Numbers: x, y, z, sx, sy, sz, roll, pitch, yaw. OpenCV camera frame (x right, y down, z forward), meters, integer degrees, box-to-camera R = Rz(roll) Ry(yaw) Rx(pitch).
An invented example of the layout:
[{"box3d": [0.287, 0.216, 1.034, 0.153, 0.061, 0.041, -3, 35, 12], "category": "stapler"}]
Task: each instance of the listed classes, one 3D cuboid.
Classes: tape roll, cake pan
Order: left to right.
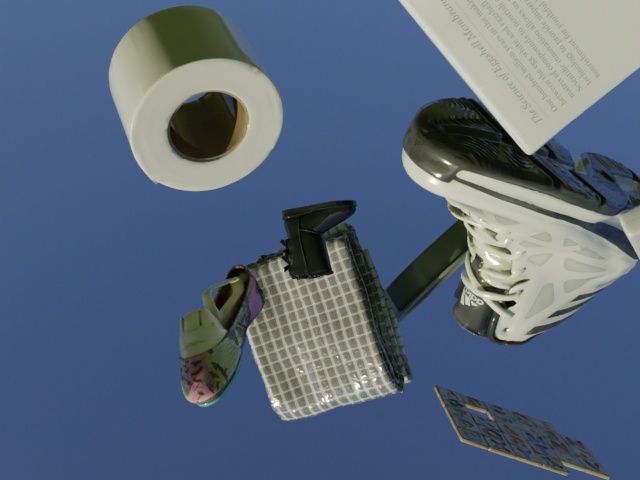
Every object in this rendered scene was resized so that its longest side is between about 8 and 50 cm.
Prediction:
[{"box3d": [-0.198, -0.224, 1.465, 0.246, 0.246, 0.169, -19, -133, -10], "category": "tape roll"}, {"box3d": [0.206, 0.040, 1.610, 0.293, 0.293, 0.054, -39, -100, -25], "category": "cake pan"}]

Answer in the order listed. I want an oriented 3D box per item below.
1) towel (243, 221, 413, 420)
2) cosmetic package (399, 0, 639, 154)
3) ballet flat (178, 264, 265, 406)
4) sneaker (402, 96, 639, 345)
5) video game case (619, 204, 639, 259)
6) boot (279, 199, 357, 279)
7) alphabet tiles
[{"box3d": [-0.004, 0.136, 1.511, 0.235, 0.284, 0.121, -20, -179, 26], "category": "towel"}, {"box3d": [0.144, -0.221, 0.595, 0.224, 0.224, 0.138, -39, -164, 13], "category": "cosmetic package"}, {"box3d": [-0.120, 0.098, 1.072, 0.076, 0.079, 0.221, -15, -156, 21], "category": "ballet flat"}, {"box3d": [0.210, 0.014, 1.037, 0.447, 0.258, 0.169, 13, -149, -43], "category": "sneaker"}, {"box3d": [0.319, -0.015, 0.677, 0.173, 0.190, 0.022, -27, -120, 17], "category": "video game case"}, {"box3d": [0.000, 0.000, 1.267, 0.121, 0.045, 0.099, -10, -96, 25], "category": "boot"}, {"box3d": [0.291, 0.281, 1.336, 0.237, 0.009, 0.198, 19, -170, -7], "category": "alphabet tiles"}]
